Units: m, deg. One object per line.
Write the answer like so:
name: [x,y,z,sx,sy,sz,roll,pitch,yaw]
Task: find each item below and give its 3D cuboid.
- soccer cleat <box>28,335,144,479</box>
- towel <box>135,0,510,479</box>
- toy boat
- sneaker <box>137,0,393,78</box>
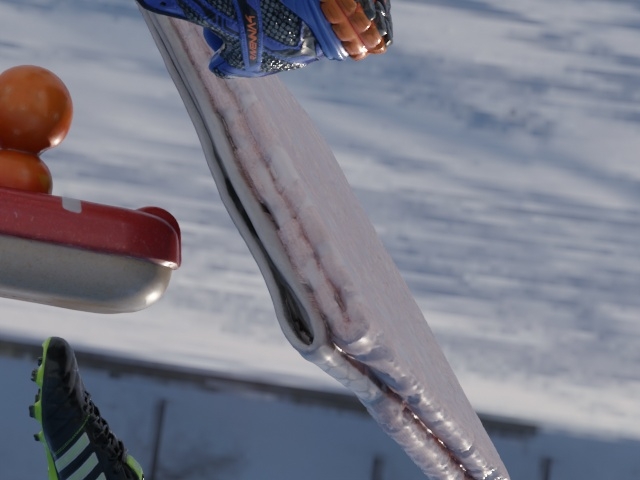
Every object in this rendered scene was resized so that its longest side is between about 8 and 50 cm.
soccer cleat: [-0.165,0.151,1.407,0.072,0.179,0.060,-5,-163,2]
towel: [0.000,0.000,1.298,0.053,0.332,0.317,-31,148,6]
toy boat: [-0.200,-0.040,1.274,0.231,0.151,0.151,11,174,-17]
sneaker: [-0.054,-0.129,0.750,0.087,0.083,0.221,-25,135,18]
